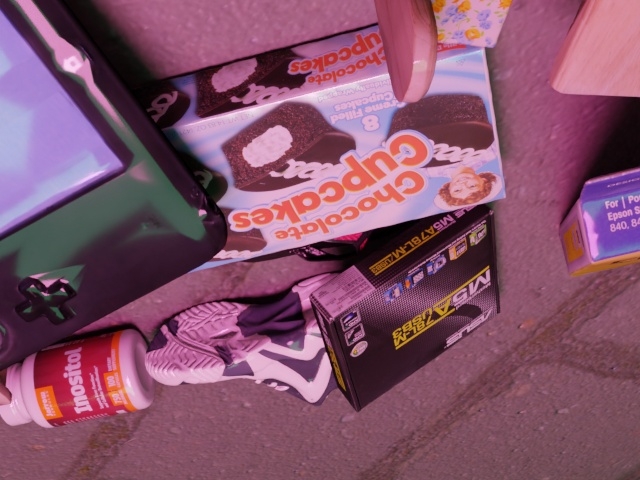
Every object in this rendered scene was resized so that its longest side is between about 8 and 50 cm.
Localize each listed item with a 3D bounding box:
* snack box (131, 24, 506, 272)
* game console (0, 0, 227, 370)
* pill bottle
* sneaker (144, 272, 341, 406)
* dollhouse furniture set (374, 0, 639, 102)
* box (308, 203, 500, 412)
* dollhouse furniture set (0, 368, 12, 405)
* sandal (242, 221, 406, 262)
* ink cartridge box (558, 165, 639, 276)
[{"bbox_3d":[-0.015,-0.073,0.873,0.322,0.060,0.187,-14,143,7],"label":"snack box"},{"bbox_3d":[-0.302,-0.057,0.745,0.342,0.060,0.386,-25,125,14],"label":"game console"},{"bbox_3d":[-0.257,0.148,1.100,0.152,0.086,0.086,-13,143,6],"label":"pill bottle"},{"bbox_3d":[-0.053,0.130,1.106,0.235,0.094,0.153,-21,134,1],"label":"sneaker"},{"bbox_3d":[0.255,-0.203,0.589,0.362,0.256,0.394,0,142,-11],"label":"dollhouse furniture set"},{"bbox_3d":[0.089,0.063,1.024,0.190,0.045,0.184,-33,143,-13],"label":"box"},{"bbox_3d":[-0.362,0.055,0.919,0.129,0.129,0.184,-9,144,1],"label":"dollhouse furniture set"},{"bbox_3d":[0.000,0.000,0.989,0.179,0.040,0.067,-13,143,7],"label":"sandal"},{"bbox_3d":[0.362,-0.037,0.874,0.303,0.072,0.307,-13,176,8],"label":"ink cartridge box"}]
